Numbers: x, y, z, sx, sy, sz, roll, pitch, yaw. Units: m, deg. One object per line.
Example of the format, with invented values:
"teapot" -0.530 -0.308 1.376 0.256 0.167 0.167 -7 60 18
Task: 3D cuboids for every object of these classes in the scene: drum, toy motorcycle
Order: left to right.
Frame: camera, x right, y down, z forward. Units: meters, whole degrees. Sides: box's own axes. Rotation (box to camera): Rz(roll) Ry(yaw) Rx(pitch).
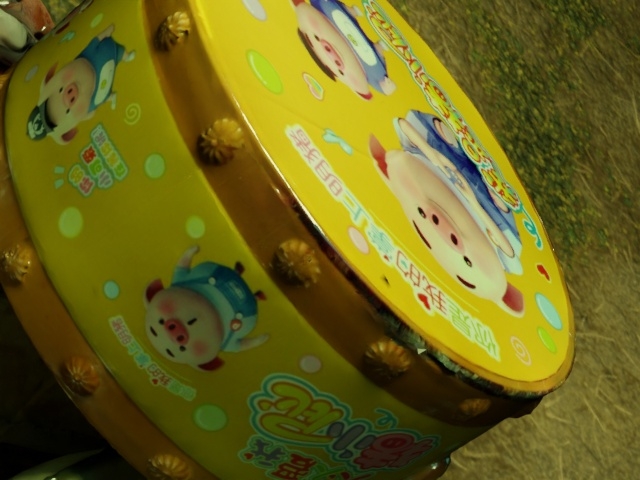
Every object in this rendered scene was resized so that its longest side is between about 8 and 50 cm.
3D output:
"toy motorcycle" -0.265 -0.130 1.456 0.118 0.084 0.212 33 58 -38
"drum" -0.029 -0.018 1.342 0.431 0.214 0.431 41 26 -26

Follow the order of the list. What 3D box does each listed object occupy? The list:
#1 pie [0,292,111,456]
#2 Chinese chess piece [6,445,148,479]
"pie" -0.173 0.107 1.411 0.282 0.068 0.128 18 53 -31
"Chinese chess piece" -0.119 0.309 1.274 0.349 0.146 0.349 23 52 -33
